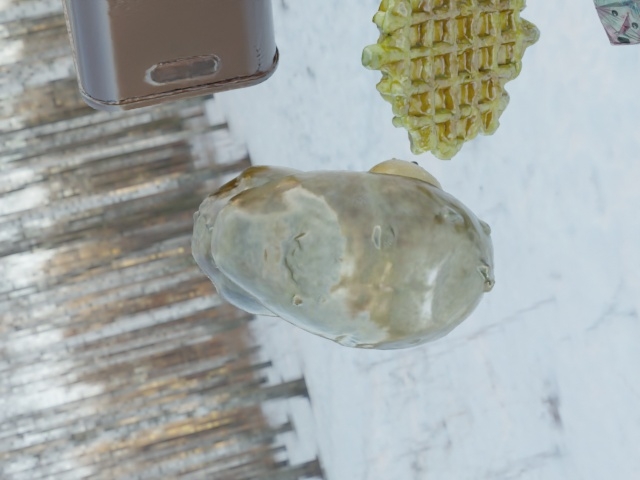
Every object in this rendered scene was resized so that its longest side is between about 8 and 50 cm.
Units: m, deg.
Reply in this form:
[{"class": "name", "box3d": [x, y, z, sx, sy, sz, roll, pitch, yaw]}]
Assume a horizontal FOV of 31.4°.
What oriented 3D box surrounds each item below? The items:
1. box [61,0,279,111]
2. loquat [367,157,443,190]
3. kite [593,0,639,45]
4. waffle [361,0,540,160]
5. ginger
[{"class": "box", "box3d": [-0.195, -0.357, 1.346, 0.229, 0.239, 0.339, 92, 164, -48]}, {"class": "loquat", "box3d": [0.107, -0.043, 1.630, 0.137, 0.163, 0.163, 27, 147, 23]}, {"class": "kite", "box3d": [0.329, -0.250, 1.177, 0.137, 0.152, 0.005, 35, 153, -3]}, {"class": "waffle", "box3d": [0.145, -0.214, 1.233, 0.059, 0.237, 0.243, 11, 152, 47]}, {"class": "ginger", "box3d": [0.000, 0.000, 1.018, 0.304, 0.245, 0.155, -153, 63, -63]}]
